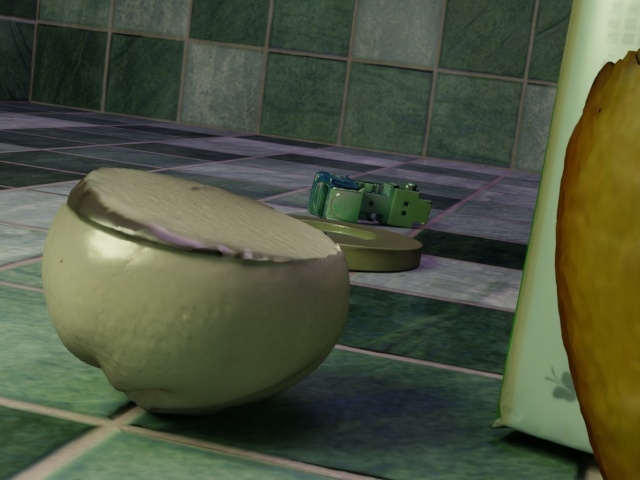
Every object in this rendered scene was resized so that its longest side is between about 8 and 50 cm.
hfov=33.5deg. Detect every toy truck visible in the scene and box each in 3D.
[{"bbox_3d":[0.076,-0.047,1.463,0.175,0.067,0.081,7,14,-21],"label":"toy truck"}]

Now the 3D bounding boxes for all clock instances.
[{"bbox_3d":[0.000,0.000,1.209,0.235,0.029,0.235,8,7,-1],"label":"clock"}]

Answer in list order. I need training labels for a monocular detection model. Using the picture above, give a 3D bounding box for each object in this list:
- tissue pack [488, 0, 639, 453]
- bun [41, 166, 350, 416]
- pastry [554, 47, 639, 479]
[{"bbox_3d":[0.304,-0.056,0.578,0.332,0.404,0.205,13,8,33],"label":"tissue pack"},{"bbox_3d":[-0.073,0.037,0.599,0.173,0.119,0.173,15,11,-3],"label":"bun"},{"bbox_3d":[0.250,0.020,0.349,0.356,0.355,0.164,12,3,28],"label":"pastry"}]
